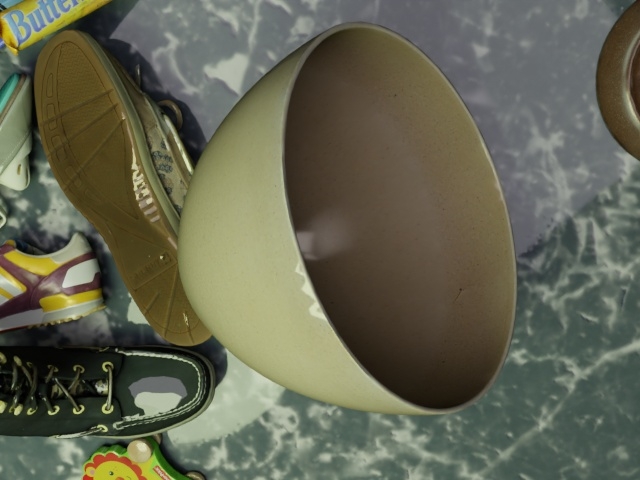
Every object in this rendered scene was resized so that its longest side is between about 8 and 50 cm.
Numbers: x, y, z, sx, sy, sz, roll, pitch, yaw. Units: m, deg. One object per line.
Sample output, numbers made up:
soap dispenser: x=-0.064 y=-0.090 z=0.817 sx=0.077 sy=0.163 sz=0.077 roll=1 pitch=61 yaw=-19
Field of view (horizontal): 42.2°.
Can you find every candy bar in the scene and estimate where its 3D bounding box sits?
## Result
candy bar: x=-0.202 y=-0.203 z=0.689 sx=0.161 sy=0.018 sz=0.040 roll=-40 pitch=100 yaw=-29

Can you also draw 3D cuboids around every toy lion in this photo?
toy lion: x=-0.176 y=0.233 z=0.796 sx=0.096 sy=0.034 sz=0.100 roll=-42 pitch=95 yaw=16

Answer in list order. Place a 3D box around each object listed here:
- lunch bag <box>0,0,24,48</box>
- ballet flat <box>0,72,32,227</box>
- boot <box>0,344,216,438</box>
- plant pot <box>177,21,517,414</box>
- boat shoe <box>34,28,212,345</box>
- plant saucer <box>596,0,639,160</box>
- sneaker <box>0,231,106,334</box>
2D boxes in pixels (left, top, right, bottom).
lunch bag: x=-0.286 y=-0.305 z=0.670 sx=0.293 sy=0.138 sz=0.221 roll=-40 pitch=93 yaw=-2
ballet flat: x=-0.301 y=-0.052 z=0.743 sx=0.068 sy=0.072 sz=0.213 roll=33 pitch=102 yaw=-30
boot: x=-0.220 y=0.127 z=0.698 sx=0.236 sy=0.178 sz=0.085 roll=-3 pitch=78 yaw=6
plant pot: x=0.000 y=0.000 z=0.648 sx=0.191 sy=0.284 sz=0.284 roll=-16 pitch=100 yaw=39
boat shoe: x=-0.153 y=-0.048 z=0.726 sx=0.104 sy=0.089 sz=0.285 roll=-21 pitch=96 yaw=33
plant saucer: x=0.322 y=-0.139 z=0.702 sx=0.168 sy=0.029 sz=0.169 roll=0 pitch=100 yaw=2
sneaker: x=-0.291 y=0.043 z=0.755 sx=0.185 sy=0.069 sz=0.084 roll=-11 pitch=90 yaw=-1
